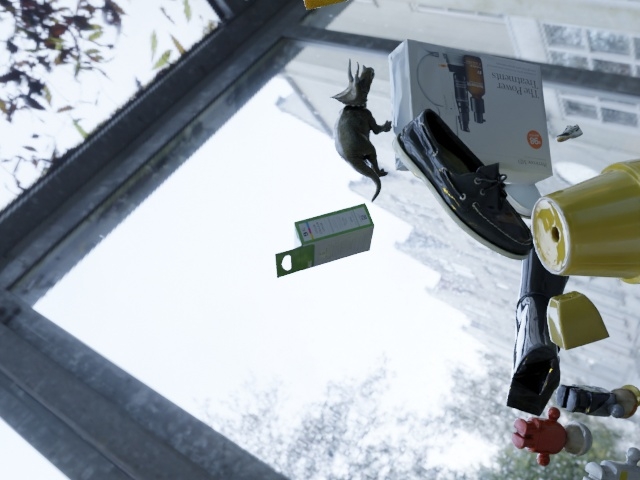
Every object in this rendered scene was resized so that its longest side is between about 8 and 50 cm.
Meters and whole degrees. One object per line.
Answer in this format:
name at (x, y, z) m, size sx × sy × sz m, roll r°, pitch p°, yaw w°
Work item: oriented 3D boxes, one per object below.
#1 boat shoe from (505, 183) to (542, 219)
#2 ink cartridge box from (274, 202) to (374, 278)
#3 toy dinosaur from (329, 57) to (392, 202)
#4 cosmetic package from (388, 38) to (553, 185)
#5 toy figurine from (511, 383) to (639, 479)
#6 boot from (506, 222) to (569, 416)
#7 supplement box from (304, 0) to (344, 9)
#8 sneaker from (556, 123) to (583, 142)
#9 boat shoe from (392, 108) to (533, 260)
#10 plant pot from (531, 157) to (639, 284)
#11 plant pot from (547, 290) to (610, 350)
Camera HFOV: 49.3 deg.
boat shoe at (0.513, -0.188, 1.936) m, size 0.113 × 0.302 × 0.103 m, roll -29°, pitch -27°, yaw -17°
ink cartridge box at (0.000, 0.000, 1.412) m, size 0.209 × 0.062 × 0.109 m, roll -16°, pitch -27°, yaw -11°
toy dinosaur at (0.078, -0.226, 1.549) m, size 0.160 × 0.121 × 0.313 m, roll 25°, pitch -117°, yaw -40°
cosmetic package at (0.347, -0.287, 1.605) m, size 0.377 × 0.097 × 0.284 m, roll 3°, pitch -102°, yaw -23°
toy figurine at (0.425, 0.342, 1.091) m, size 0.148 × 0.213 × 0.209 m, roll 10°, pitch -45°, yaw -18°
boot at (0.574, 0.185, 1.830) m, size 0.445 × 0.146 × 0.367 m, roll -48°, pitch -41°, yaw -57°
supplement box at (0.056, -0.528, 1.073) m, size 0.356 × 0.195 × 0.194 m, roll -86°, pitch -18°, yaw -52°
sneaker at (0.651, -0.284, 1.838) m, size 0.083 × 0.032 × 0.037 m, roll -17°, pitch -99°, yaw -23°
boat shoe at (0.278, -0.114, 1.281) m, size 0.127 × 0.340 × 0.113 m, roll -13°, pitch -34°, yaw -44°
plant pot at (0.574, -0.027, 1.406) m, size 0.239 × 0.254 × 0.254 m, roll -9°, pitch -59°, yaw -9°
plant pot at (0.449, 0.136, 1.235) m, size 0.081 × 0.082 × 0.083 m, roll -90°, pitch -17°, yaw -85°
